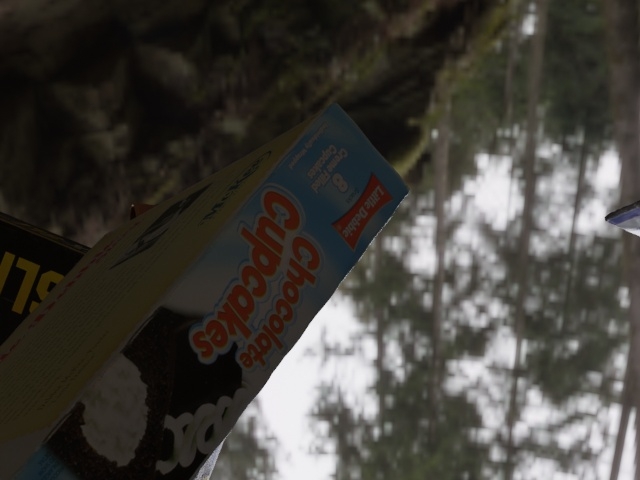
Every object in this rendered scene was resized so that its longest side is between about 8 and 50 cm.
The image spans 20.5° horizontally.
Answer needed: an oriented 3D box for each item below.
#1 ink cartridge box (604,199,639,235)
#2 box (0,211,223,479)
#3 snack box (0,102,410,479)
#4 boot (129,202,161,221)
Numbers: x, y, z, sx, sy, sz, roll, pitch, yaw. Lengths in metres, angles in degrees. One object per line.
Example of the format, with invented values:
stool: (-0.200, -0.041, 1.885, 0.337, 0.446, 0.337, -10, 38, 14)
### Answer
ink cartridge box: (0.316, 0.005, 0.743, 0.307, 0.303, 0.072, 26, -103, -7)
box: (-0.235, 0.126, 1.454, 0.322, 0.079, 0.257, 22, -89, 14)
snack box: (-0.108, 0.082, 0.726, 0.060, 0.187, 0.322, 50, -132, -13)
boot: (-0.119, -0.020, 1.807, 0.152, 0.073, 0.197, 10, -142, -10)
